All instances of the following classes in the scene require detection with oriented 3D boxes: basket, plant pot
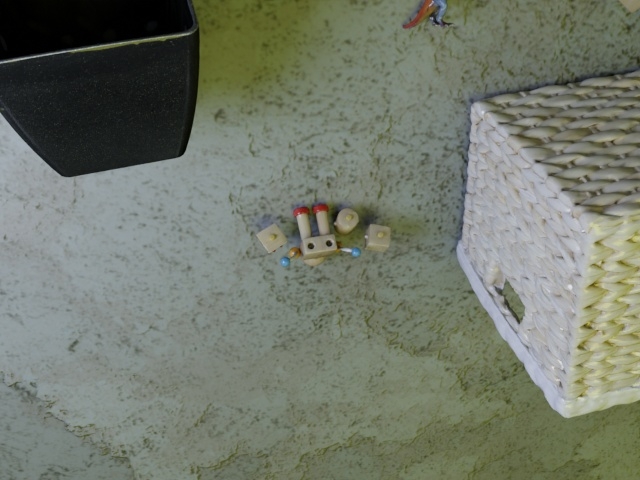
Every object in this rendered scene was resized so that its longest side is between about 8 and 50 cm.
[{"bbox_3d":[0.374,-0.018,0.925,0.331,0.328,0.267,-10,126,-9],"label":"basket"},{"bbox_3d":[-0.209,-0.169,0.738,0.187,0.188,0.167,-12,140,-8],"label":"plant pot"}]

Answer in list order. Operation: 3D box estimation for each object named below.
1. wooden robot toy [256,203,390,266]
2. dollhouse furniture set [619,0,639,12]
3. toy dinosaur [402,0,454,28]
[{"bbox_3d":[0.000,0.000,1.007,0.173,0.076,0.079,-7,162,-12],"label":"wooden robot toy"},{"bbox_3d":[0.407,-0.315,0.776,0.212,0.161,0.242,27,134,-32],"label":"dollhouse furniture set"},{"bbox_3d":[0.134,-0.277,0.844,0.090,0.047,0.082,-6,109,0],"label":"toy dinosaur"}]
